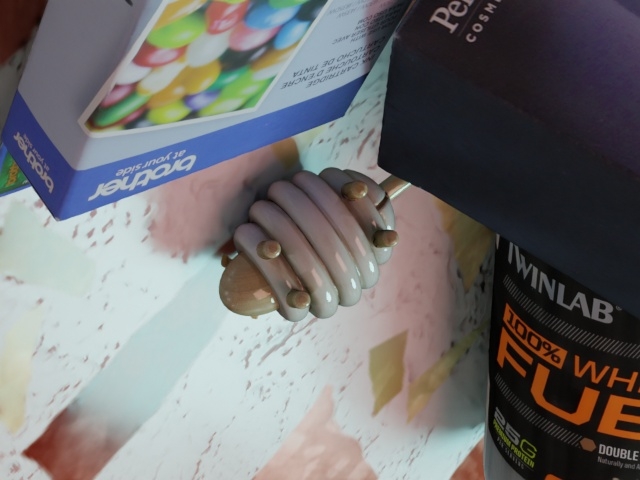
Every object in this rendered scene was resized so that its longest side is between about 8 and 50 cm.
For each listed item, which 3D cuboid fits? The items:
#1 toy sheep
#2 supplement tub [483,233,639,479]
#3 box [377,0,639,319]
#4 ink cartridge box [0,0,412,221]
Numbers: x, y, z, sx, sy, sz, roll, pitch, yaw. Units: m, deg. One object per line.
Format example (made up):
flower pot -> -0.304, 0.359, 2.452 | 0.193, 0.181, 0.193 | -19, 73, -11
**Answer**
toy sheep -> 0.000, 0.000, 0.915 | 0.132, 0.091, 0.091 | -30, 136, -12
supplement tub -> 0.216, 0.043, 1.077 | 0.207, 0.207, 0.338 | -27, 133, -31
box -> 0.228, -0.109, 0.842 | 0.296, 0.294, 0.183 | -57, 169, -16
ink cartridge box -> -0.031, -0.114, 0.724 | 0.186, 0.065, 0.311 | -23, 160, -37
